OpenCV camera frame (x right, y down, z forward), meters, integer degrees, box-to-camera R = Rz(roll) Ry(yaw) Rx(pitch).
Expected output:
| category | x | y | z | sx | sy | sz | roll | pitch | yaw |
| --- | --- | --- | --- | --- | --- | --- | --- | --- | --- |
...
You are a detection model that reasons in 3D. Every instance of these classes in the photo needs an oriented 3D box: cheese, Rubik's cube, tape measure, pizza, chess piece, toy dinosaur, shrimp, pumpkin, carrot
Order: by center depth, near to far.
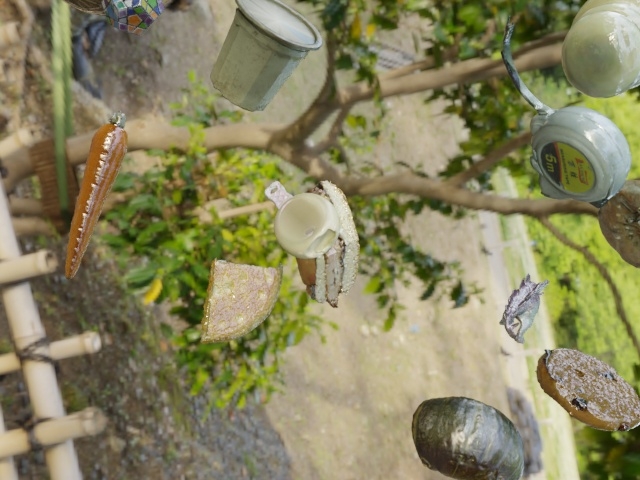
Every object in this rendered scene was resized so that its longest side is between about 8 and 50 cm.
| category | x | y | z | sx | sy | sz | roll | pitch | yaw |
| --- | --- | --- | --- | --- | --- | --- | --- | --- | --- |
| toy dinosaur | 0.252 | 0.085 | 1.096 | 0.209 | 0.039 | 0.082 | -28 | 139 | -67 |
| pumpkin | 0.221 | 0.288 | 1.220 | 0.183 | 0.107 | 0.119 | 39 | 50 | -25 |
| tape measure | 0.351 | -0.189 | 1.239 | 0.084 | 0.164 | 0.330 | -46 | 133 | -28 |
| chess piece | 0.476 | -0.316 | 1.437 | 0.330 | 0.182 | 0.182 | -37 | 115 | -59 |
| Rubik's cube | -0.339 | -0.424 | 1.580 | 0.093 | 0.111 | 0.111 | 82 | -1 | -79 |
| carrot | -0.433 | -0.087 | 1.657 | 0.069 | 0.069 | 0.336 | 28 | 80 | -72 |
| shrimp | 0.702 | -0.021 | 1.817 | 0.247 | 0.085 | 0.360 | 59 | -15 | -1 |
| cheese | -0.050 | -0.054 | 1.826 | 0.227 | 0.137 | 0.064 | 47 | -3 | 42 |
| pizza | -0.209 | 0.129 | 2.110 | 0.197 | 0.058 | 0.292 | 51 | 59 | -13 |

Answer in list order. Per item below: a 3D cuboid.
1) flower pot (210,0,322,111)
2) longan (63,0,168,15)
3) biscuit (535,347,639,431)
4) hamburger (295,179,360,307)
| category | x | y | z | sx | sy | sz | roll | pitch | yaw |
| --- | --- | --- | --- | --- | --- | --- | --- | --- | --- |
| flower pot | -0.135 | -0.405 | 1.889 | 0.212 | 0.202 | 0.212 | 26 | 33 | -19 |
| longan | -0.414 | -0.635 | 1.772 | 0.404 | 0.404 | 0.336 | 10 | 61 | -75 |
| biscuit | 0.688 | 0.388 | 2.253 | 0.296 | 0.296 | 0.075 | -75 | -174 | -61 |
| hamburger | 0.000 | 0.000 | 2.242 | 0.245 | 0.155 | 0.282 | 49 | -39 | 39 |
